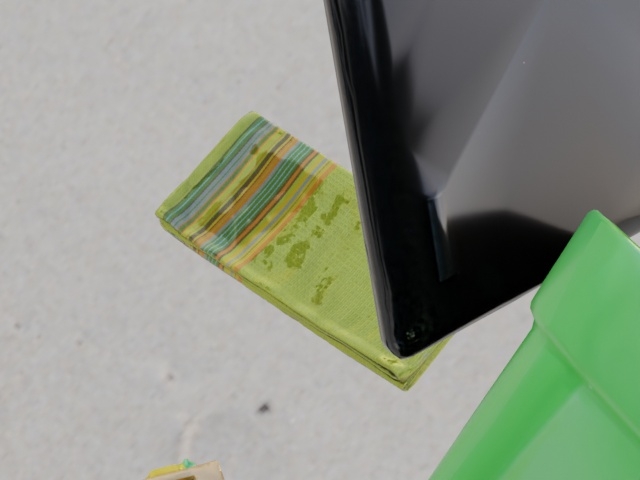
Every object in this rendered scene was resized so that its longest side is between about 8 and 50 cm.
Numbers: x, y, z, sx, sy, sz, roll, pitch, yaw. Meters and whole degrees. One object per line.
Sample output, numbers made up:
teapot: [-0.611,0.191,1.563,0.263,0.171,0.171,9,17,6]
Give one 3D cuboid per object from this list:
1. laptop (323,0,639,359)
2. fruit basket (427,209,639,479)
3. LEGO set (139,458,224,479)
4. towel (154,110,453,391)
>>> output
laptop: [0.076,-0.225,0.703,0.408,0.236,0.382,-26,117,-34]
fruit basket: [0.221,0.114,0.495,0.392,0.392,0.283,55,8,10]
LEGO set: [-0.015,0.173,0.769,0.287,0.132,0.107,50,35,-32]
towel: [0.000,0.000,1.106,0.237,0.102,0.021,32,-11,37]
